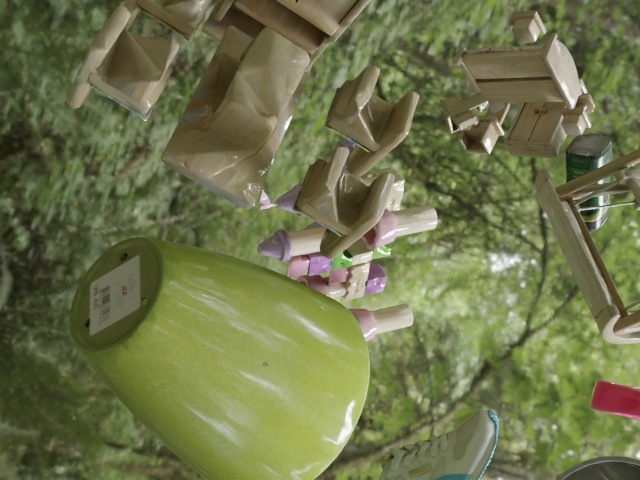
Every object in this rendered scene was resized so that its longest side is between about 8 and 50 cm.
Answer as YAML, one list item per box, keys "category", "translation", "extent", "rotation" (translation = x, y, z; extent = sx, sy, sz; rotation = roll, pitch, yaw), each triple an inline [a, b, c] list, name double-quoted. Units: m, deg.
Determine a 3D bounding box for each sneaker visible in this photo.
- category: "sneaker"
  translation: [0.131, 0.291, 1.157]
  extent: [0.229, 0.092, 0.087]
  rotation: [-47, -179, 10]

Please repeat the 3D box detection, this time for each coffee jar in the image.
- category: "coffee jar"
  translation: [0.526, -0.110, 1.810]
  extent: [0.096, 0.079, 0.185]
  rotation: [-43, 136, -41]

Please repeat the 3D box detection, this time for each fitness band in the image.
- category: "fitness band"
  translation: [0.492, 0.238, 1.185]
  extent: [0.209, 0.290, 0.054]
  rotation: [-178, -76, -77]

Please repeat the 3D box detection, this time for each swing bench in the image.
- category: "swing bench"
  translation: [0.479, 0.000, 1.368]
  extent: [0.165, 0.254, 0.253]
  rotation: [71, 1, -62]

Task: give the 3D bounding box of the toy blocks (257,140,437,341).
- category: "toy blocks"
  translation: [0.000, 0.000, 1.593]
  extent: [0.309, 0.260, 0.289]
  rotation: [-125, -147, -44]

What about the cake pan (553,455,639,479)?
- category: "cake pan"
  translation: [0.529, 0.530, 1.686]
  extent: [0.054, 0.293, 0.293]
  rotation: [-69, 176, -84]

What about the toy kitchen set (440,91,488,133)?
- category: "toy kitchen set"
  translation: [0.269, -0.221, 1.661]
  extent: [0.083, 0.068, 0.075]
  rotation: [-115, -179, -46]

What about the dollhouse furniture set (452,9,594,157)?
- category: "dollhouse furniture set"
  translation: [0.362, -0.338, 1.764]
  extent: [0.355, 0.303, 0.174]
  rotation: [49, 60, -40]

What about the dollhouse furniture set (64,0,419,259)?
- category: "dollhouse furniture set"
  translation: [-0.086, -0.207, 1.178]
  extent: [0.256, 0.362, 0.394]
  rotation: [-40, -155, 54]

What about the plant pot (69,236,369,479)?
- category: "plant pot"
  translation: [-0.135, 0.125, 1.062]
  extent: [0.293, 0.274, 0.275]
  rotation: [39, 59, -44]
